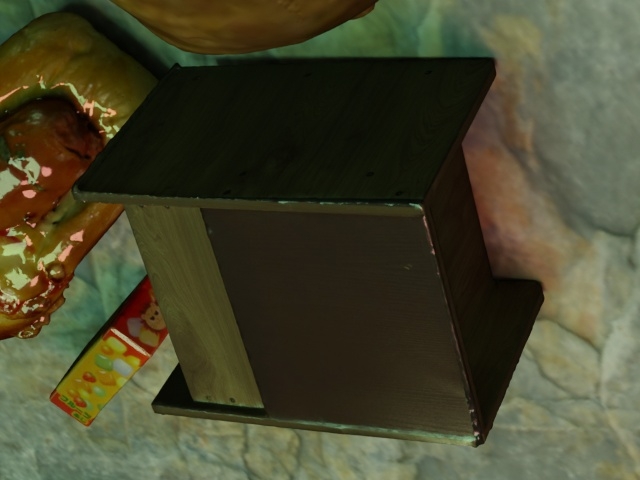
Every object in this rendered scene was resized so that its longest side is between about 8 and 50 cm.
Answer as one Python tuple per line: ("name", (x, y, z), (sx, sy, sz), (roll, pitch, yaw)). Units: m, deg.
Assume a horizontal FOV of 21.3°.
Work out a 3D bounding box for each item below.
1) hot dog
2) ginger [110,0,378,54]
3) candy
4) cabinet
("hot dog", (-0.208, -0.024, 1.102), (0.150, 0.153, 0.257), (43, 137, -8))
("ginger", (-0.040, -0.192, 0.772), (0.200, 0.269, 0.223), (-34, 100, 15))
("candy", (-0.146, 0.080, 1.224), (0.038, 0.062, 0.122), (38, 137, -6))
("cabinet", (0.000, 0.000, 1.004), (0.215, 0.148, 0.174), (2, 128, 25))
